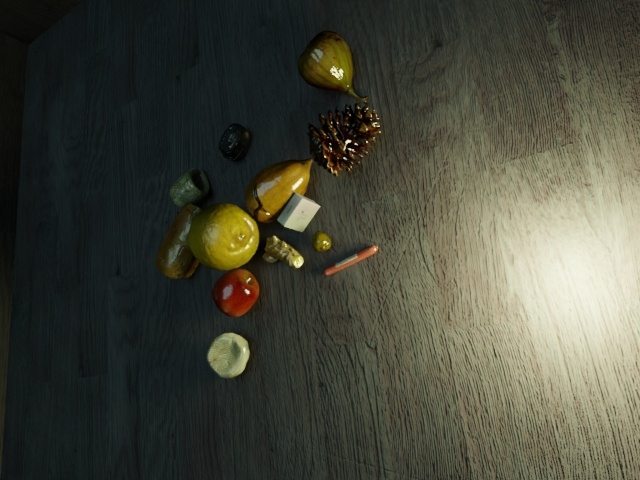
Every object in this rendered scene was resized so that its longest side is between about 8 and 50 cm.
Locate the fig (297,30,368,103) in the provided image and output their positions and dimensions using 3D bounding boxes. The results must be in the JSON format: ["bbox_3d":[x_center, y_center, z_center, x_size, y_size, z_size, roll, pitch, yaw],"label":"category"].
[{"bbox_3d":[0.064,-0.646,1.695,0.217,0.217,0.321,-41,84,18],"label":"fig"}]

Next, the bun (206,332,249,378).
[{"bbox_3d":[-0.370,0.465,1.778,0.183,0.102,0.183,-1,84,12],"label":"bun"}]

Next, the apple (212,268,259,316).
[{"bbox_3d":[-0.343,0.213,1.767,0.168,0.181,0.181,-37,64,17],"label":"apple"}]

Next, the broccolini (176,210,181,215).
[{"bbox_3d":[-0.664,-0.047,2.072,0.091,0.068,0.202,5,84,12],"label":"broccolini"}]

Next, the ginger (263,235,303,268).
[{"bbox_3d":[-0.153,0.043,1.739,0.205,0.081,0.115,10,92,33],"label":"ginger"}]

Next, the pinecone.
[{"bbox_3d":[0.091,-0.383,1.591,0.292,0.246,0.246,-37,63,3],"label":"pinecone"}]

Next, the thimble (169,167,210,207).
[{"bbox_3d":[-0.613,-0.249,2.039,0.143,0.137,0.190,-35,42,22],"label":"thimble"}]

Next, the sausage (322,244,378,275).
[{"bbox_3d":[0.107,0.076,1.607,0.253,0.034,0.034,-28,68,23],"label":"sausage"}]

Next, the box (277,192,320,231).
[{"bbox_3d":[-0.085,-0.108,1.700,0.051,0.129,0.130,41,102,30],"label":"box"}]

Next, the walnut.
[{"bbox_3d":[-0.160,-0.214,1.730,0.336,0.209,0.209,-42,63,10],"label":"walnut"}]

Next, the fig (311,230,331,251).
[{"bbox_3d":[0.000,0.000,1.666,0.074,0.074,0.088,-36,47,20],"label":"fig"}]

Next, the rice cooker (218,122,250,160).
[{"bbox_3d":[-0.389,-0.445,1.962,0.112,0.106,0.165,25,83,28],"label":"rice cooker"}]

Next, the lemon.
[{"bbox_3d":[-0.392,-0.014,1.772,0.297,0.297,0.297,-6,78,30],"label":"lemon"}]

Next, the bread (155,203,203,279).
[{"bbox_3d":[-0.617,0.004,1.978,0.195,0.149,0.344,32,97,25],"label":"bread"}]
